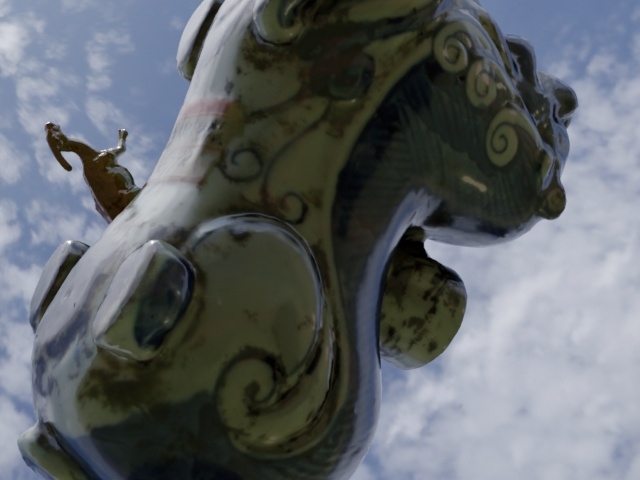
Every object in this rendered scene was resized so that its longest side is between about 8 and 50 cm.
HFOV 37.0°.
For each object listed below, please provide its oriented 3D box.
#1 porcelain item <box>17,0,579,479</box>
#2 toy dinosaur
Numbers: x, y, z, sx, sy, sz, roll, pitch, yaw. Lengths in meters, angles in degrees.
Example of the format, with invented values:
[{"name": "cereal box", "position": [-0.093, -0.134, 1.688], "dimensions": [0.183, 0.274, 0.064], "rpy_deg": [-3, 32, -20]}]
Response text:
[{"name": "porcelain item", "position": [0.000, 0.000, 0.422], "dimensions": [0.186, 0.138, 0.288], "rpy_deg": [33, -110, -25]}, {"name": "toy dinosaur", "position": [-0.093, -0.018, 0.475], "dimensions": [0.026, 0.041, 0.113], "rpy_deg": [-34, -76, 30]}]
